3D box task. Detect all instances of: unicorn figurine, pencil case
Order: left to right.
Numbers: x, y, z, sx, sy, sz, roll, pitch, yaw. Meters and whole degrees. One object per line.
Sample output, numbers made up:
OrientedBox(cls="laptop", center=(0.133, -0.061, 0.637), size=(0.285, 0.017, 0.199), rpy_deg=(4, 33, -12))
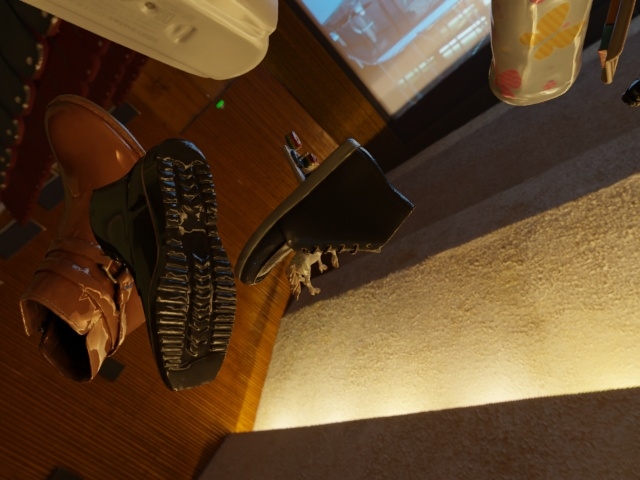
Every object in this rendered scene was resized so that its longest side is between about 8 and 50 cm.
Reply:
OrientedBox(cls="unicorn figurine", center=(-0.017, 0.022, 0.769), size=(0.060, 0.111, 0.162), rpy_deg=(-12, -147, 29))
OrientedBox(cls="pencil case", center=(0.245, -0.276, 0.471), size=(0.113, 0.273, 0.124), rpy_deg=(-12, -112, 19))

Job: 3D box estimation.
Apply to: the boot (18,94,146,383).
OrientedBox(cls="boot", center=(-0.277, -0.003, 0.483), size=(0.108, 0.284, 0.220), rpy_deg=(-2, -149, 9))

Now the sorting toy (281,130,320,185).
OrientedBox(cls="sorting toy", center=(-0.020, -0.152, 0.990), size=(0.046, 0.275, 0.132), rpy_deg=(-28, 171, 14))

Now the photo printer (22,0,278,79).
OrientedBox(cls="photo printer", center=(-0.145, -0.300, 0.278), size=(0.107, 0.255, 0.308), rpy_deg=(-11, -103, 41))

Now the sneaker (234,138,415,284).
OrientedBox(cls="sneaker", center=(0.000, 0.000, 0.499), size=(0.222, 0.118, 0.083), rpy_deg=(-46, 176, 15))

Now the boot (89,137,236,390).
OrientedBox(cls="boot", center=(-0.150, 0.027, 0.372), size=(0.136, 0.076, 0.198), rpy_deg=(-14, -106, 34))

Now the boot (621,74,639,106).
OrientedBox(cls="boot", center=(0.523, -0.263, 0.632), size=(0.121, 0.045, 0.099), rpy_deg=(-37, 163, -16))

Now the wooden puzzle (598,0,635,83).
OrientedBox(cls="wooden puzzle", center=(0.660, -0.487, 0.936), size=(0.044, 0.221, 0.238), rpy_deg=(15, -167, 29))
